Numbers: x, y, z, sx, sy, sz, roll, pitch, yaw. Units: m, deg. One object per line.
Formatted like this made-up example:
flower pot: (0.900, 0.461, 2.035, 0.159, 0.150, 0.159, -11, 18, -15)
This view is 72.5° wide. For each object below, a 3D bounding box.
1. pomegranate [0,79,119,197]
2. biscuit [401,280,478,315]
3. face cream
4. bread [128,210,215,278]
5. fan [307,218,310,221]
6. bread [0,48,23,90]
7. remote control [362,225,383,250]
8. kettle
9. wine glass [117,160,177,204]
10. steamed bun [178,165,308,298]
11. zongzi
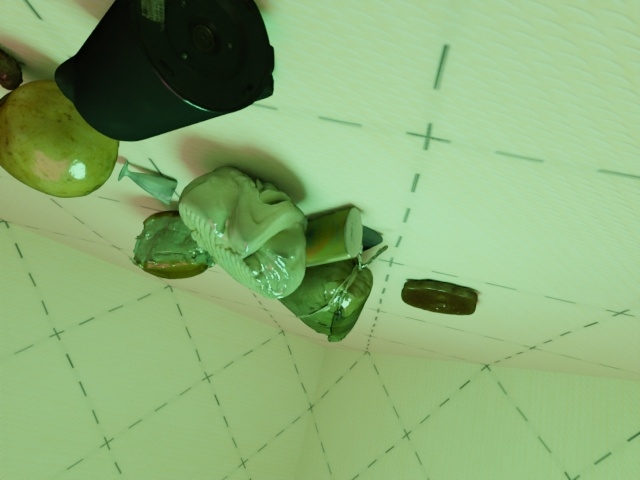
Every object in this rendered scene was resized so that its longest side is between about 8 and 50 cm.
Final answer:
pomegranate: (-0.585, -0.218, 0.969, 0.260, 0.261, 0.260, 14, 159, 5)
biscuit: (0.429, 0.208, 1.596, 0.272, 0.049, 0.257, 7, 155, 17)
face cream: (0.000, 0.000, 1.233, 0.067, 0.140, 0.285, 17, 160, -35)
bread: (-0.468, 0.016, 1.504, 0.278, 0.225, 0.250, 2, 164, 4)
fan: (-0.100, -0.068, 1.327, 0.152, 0.008, 0.226, 2, 156, 32)
bread: (-0.676, -0.366, 0.903, 0.082, 0.060, 0.113, -5, 153, 44)
remote control: (0.063, 0.028, 1.407, 0.107, 0.044, 0.377, 26, 157, -15)
kettle: (-0.230, -0.280, 0.689, 0.307, 0.262, 0.203, -2, 118, 45)
wine glass: (-0.501, -0.169, 1.273, 0.155, 0.073, 0.073, 25, 158, -17)
steamed bun: (-0.176, -0.042, 1.133, 0.352, 0.247, 0.339, 33, 156, 27)
zongzi: (-0.070, 0.102, 1.380, 0.466, 0.218, 0.500, 25, 154, 8)
